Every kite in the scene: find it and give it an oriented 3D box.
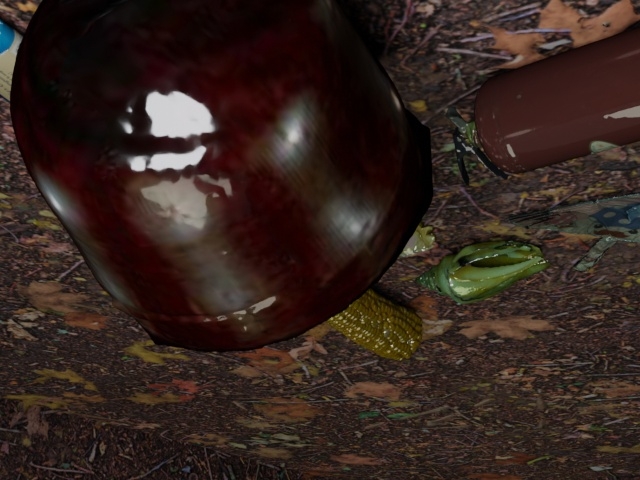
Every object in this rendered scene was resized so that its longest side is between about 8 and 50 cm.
[{"bbox_3d":[0.430,-0.015,1.485,0.335,0.011,0.314,8,157,-9],"label":"kite"}]

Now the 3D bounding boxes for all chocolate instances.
[{"bbox_3d":[-0.114,-0.121,0.946,0.384,0.383,0.331,-7,139,22],"label":"chocolate"}]

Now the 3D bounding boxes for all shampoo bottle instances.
[{"bbox_3d":[-0.344,-0.194,1.112,0.087,0.050,0.183,-5,155,25],"label":"shampoo bottle"}]

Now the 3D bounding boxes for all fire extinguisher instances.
[{"bbox_3d":[0.276,-0.139,1.079,0.337,0.114,0.135,-14,131,34],"label":"fire extinguisher"}]

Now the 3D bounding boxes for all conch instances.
[{"bbox_3d":[0.242,0.047,1.568,0.201,0.079,0.095,-26,134,19],"label":"conch"}]

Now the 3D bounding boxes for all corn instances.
[{"bbox_3d":[0.070,0.127,1.739,0.102,0.101,0.313,-15,150,36],"label":"corn"}]

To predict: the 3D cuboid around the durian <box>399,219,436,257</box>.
[{"bbox_3d":[0.000,0.000,1.377,0.306,0.166,0.172,-19,152,21],"label":"durian"}]
